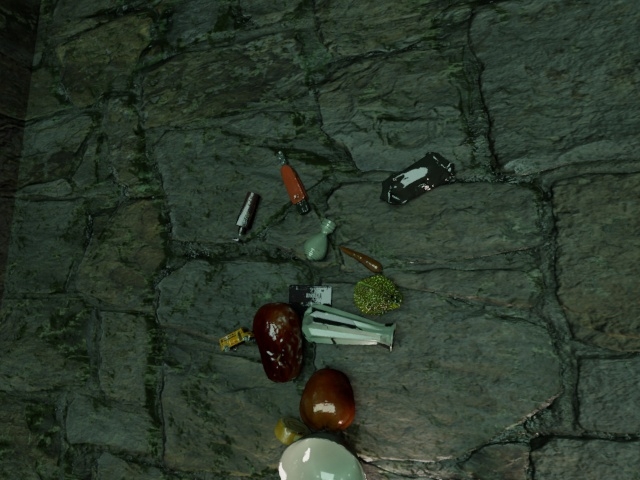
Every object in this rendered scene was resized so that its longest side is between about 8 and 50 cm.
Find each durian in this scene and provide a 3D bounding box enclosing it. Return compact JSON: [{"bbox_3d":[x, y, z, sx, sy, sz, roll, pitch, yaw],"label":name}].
[{"bbox_3d":[0.227,0.216,1.725,0.197,0.146,0.159,-9,50,11],"label":"durian"}]

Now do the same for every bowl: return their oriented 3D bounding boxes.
[{"bbox_3d":[0.021,0.841,1.655,0.336,0.157,0.338,4,106,13],"label":"bowl"}]

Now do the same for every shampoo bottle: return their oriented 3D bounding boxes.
[{"bbox_3d":[-0.346,-0.108,2.012,0.068,0.067,0.237,16,86,12],"label":"shampoo bottle"}]

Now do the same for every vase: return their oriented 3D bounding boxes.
[{"bbox_3d":[0.113,0.352,1.736,0.359,0.165,0.165,7,83,16],"label":"vase"}]

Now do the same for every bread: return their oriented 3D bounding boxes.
[{"bbox_3d":[-0.109,0.767,1.755,0.073,0.149,0.122,-63,27,1],"label":"bread"}]

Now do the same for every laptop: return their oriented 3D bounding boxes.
[{"bbox_3d":[-0.046,0.259,1.876,0.196,0.016,0.136,-1,82,19],"label":"laptop"}]

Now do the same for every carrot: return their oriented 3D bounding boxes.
[{"bbox_3d":[0.165,0.073,1.824,0.216,0.048,0.048,30,91,25],"label":"carrot"}]

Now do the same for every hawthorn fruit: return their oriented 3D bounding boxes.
[{"bbox_3d":[0.027,0.605,1.698,0.223,0.224,0.261,-8,54,17],"label":"hawthorn fruit"}]

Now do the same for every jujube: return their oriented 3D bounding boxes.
[{"bbox_3d":[-0.169,0.412,1.789,0.222,0.223,0.319,-11,86,17],"label":"jujube"}]

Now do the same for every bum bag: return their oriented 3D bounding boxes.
[{"bbox_3d":[0.386,-0.252,1.786,0.326,0.079,0.142,-26,81,10],"label":"bum bag"}]

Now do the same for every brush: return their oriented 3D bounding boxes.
[{"bbox_3d":[-0.123,-0.264,1.976,0.070,0.051,0.324,-26,76,20],"label":"brush"}]

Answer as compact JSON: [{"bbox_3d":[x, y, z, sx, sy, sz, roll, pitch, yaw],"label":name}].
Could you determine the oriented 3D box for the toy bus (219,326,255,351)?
[{"bbox_3d":[-0.362,0.433,1.926,0.162,0.069,0.074,-28,71,14],"label":"toy bus"}]

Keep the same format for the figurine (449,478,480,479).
[{"bbox_3d":[0.502,0.906,1.534,0.228,0.112,0.138,-18,83,2],"label":"figurine"}]

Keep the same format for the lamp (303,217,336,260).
[{"bbox_3d":[0.000,0.000,1.864,0.106,0.106,0.193,29,82,21],"label":"lamp"}]
